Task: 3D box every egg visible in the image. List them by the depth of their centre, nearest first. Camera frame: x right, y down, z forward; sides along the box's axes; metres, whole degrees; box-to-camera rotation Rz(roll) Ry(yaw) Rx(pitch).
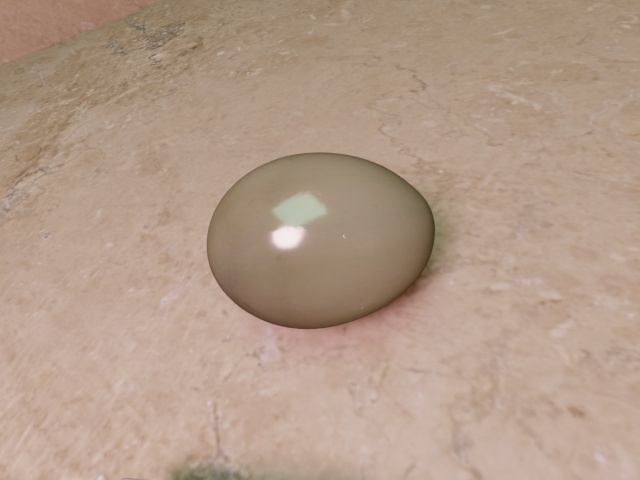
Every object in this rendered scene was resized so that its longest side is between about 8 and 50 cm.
[{"bbox_3d":[0.000,0.000,0.450,0.241,0.186,0.186,-3,48,1],"label":"egg"}]

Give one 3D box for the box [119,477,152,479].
[{"bbox_3d":[-0.077,0.268,0.310,0.194,0.073,0.139,-3,49,14],"label":"box"}]
